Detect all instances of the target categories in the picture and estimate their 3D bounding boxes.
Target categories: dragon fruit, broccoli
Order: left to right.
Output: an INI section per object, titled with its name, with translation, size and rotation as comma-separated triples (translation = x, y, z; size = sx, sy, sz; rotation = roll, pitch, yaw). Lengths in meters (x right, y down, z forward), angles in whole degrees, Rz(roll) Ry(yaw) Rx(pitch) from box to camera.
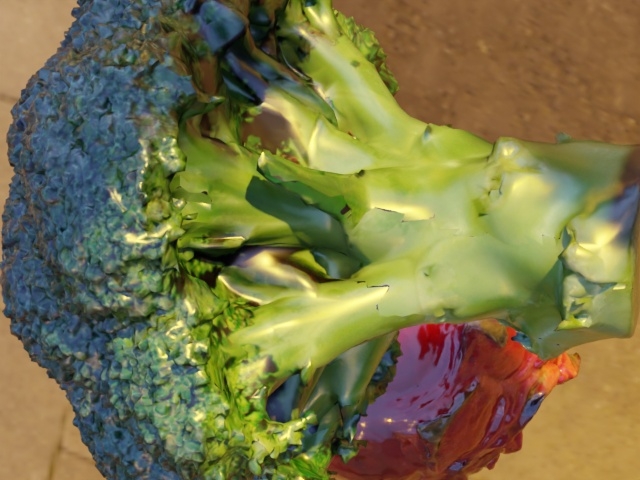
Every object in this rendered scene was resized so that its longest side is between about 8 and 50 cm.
[broccoli]
translation = 0.000, 0.000, 0.766
size = 0.297, 0.297, 0.297
rotation = 6, 83, 17
[dragon fruit]
translation = 0.048, 0.048, 1.137
size = 0.241, 0.241, 0.252
rotation = -22, 92, 33
